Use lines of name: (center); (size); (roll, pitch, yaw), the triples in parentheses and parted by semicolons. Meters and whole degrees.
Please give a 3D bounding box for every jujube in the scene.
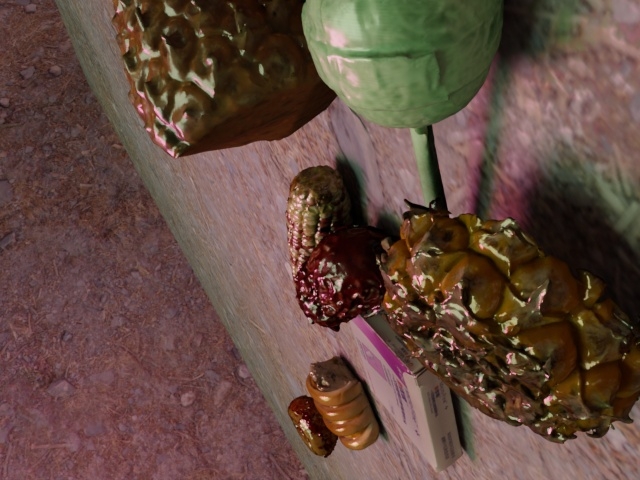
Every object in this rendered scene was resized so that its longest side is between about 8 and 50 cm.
jujube: (0.023, 0.039, 0.852); (0.166, 0.104, 0.104); (-36, 80, 50)

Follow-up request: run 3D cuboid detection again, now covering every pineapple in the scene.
pineapple: (-0.097, -0.250, 0.624); (0.202, 0.202, 0.362); (143, 107, -76)
pineapple: (0.118, 0.065, 0.525); (0.225, 0.076, 0.225); (33, 160, 14)

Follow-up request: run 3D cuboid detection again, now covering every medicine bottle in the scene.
medicine bottle: (0.103, 0.161, 0.942); (0.171, 0.052, 0.201); (48, 161, 46)

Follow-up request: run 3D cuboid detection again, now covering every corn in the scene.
corn: (0.000, 0.000, 0.938); (0.086, 0.086, 0.253); (54, 163, 32)

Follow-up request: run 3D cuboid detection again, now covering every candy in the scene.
candy: (0.083, -0.038, 0.577); (0.119, 0.119, 0.440); (52, 169, 38)

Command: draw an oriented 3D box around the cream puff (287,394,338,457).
cream puff: (-0.008, 0.409, 1.730); (0.149, 0.084, 0.149); (53, 166, 20)

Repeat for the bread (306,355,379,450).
bread: (0.039, 0.282, 1.333); (0.177, 0.084, 0.119); (64, 167, -22)
